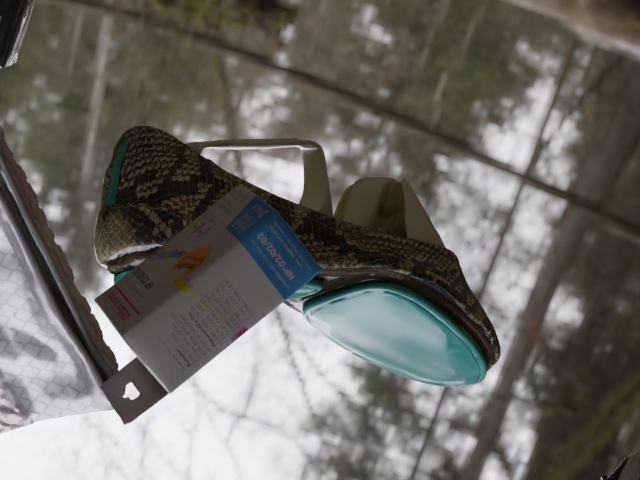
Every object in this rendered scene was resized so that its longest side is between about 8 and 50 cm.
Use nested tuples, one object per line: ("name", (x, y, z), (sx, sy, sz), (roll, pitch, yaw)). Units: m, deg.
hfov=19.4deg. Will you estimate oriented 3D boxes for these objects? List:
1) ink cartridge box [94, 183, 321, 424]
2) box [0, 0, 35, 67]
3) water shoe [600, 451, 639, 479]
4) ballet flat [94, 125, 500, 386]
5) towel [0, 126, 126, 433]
("ink cartridge box", (-0.099, 0.045, 1.376), (0.181, 0.061, 0.104), (-39, -159, -6))
("box", (-0.387, -0.347, 1.489), (0.395, 0.318, 0.097), (17, -174, -5))
("water shoe", (0.234, 0.272, 1.752), (0.080, 0.073, 0.203), (28, -106, 28))
("ballet flat", (0.000, 0.000, 1.717), (0.483, 0.164, 0.182), (20, -115, -41))
("towel", (-0.376, 0.058, 1.703), (0.317, 0.332, 0.053), (-13, -146, 16))
